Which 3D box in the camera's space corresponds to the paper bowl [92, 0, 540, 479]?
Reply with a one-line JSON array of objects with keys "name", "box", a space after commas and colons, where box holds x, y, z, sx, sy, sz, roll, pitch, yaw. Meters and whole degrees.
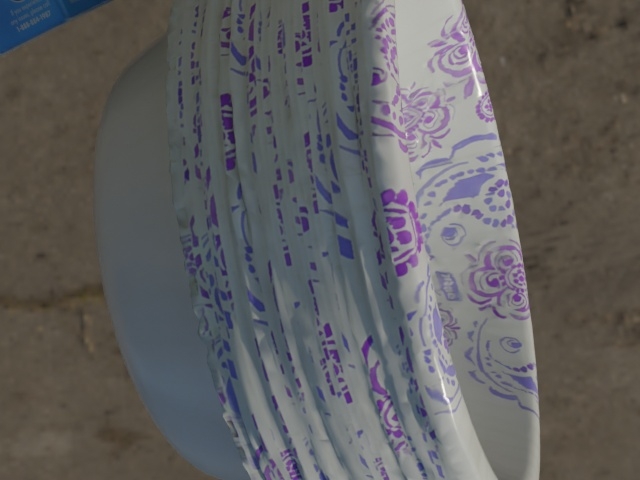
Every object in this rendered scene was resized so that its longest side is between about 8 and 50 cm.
[{"name": "paper bowl", "box": [0.000, 0.000, 0.654, 0.148, 0.284, 0.284, -10, 152, 14]}]

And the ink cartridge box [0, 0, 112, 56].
[{"name": "ink cartridge box", "box": [-0.171, -0.179, 0.687, 0.104, 0.181, 0.061, -15, -165, 42]}]
